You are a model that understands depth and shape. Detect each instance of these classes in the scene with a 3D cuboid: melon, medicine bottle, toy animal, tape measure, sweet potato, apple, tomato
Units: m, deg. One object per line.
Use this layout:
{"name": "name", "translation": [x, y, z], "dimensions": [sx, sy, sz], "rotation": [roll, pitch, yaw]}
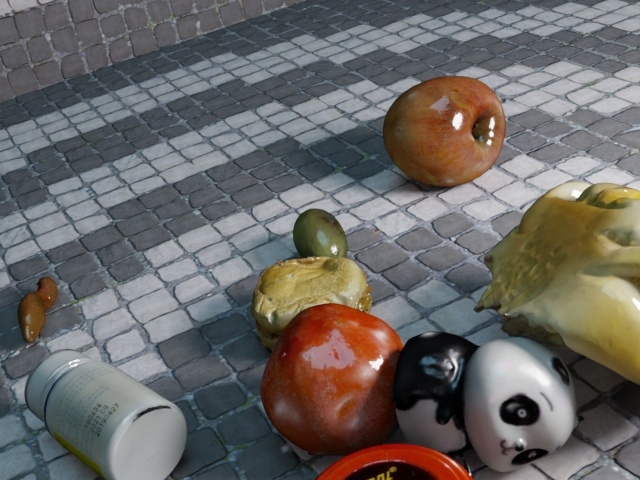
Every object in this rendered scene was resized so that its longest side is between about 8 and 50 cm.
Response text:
{"name": "melon", "translation": [0.000, 0.000, 1.685], "dimensions": [0.099, 0.099, 0.162], "rotation": [-16, 35, -7]}
{"name": "medicine bottle", "translation": [-0.329, 0.262, 1.325], "dimensions": [0.258, 0.143, 0.143], "rotation": [22, 44, 41]}
{"name": "toy animal", "translation": [0.225, 0.212, 1.183], "dimensions": [0.235, 0.187, 0.165], "rotation": [6, 44, 29]}
{"name": "tape measure", "translation": [0.098, 0.361, 1.062], "dimensions": [0.253, 0.114, 0.260], "rotation": [-18, 29, -11]}
{"name": "sweet potato", "translation": [-0.550, 0.129, 1.694], "dimensions": [0.055, 0.058, 0.202], "rotation": [-27, 29, 15]}
{"name": "apple", "translation": [0.257, -0.234, 1.854], "dimensions": [0.253, 0.253, 0.253], "rotation": [-8, 32, 5]}
{"name": "tomato", "translation": [0.026, 0.196, 1.275], "dimensions": [0.232, 0.188, 0.232], "rotation": [-8, 34, 5]}

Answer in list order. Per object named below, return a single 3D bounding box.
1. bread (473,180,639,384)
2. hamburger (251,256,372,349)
{"name": "bread", "translation": [0.398, 0.047, 1.256], "dimensions": [0.329, 0.245, 0.424], "rotation": [7, 15, -7]}
{"name": "hamburger", "translation": [-0.014, 0.106, 1.508], "dimensions": [0.213, 0.108, 0.214], "rotation": [-7, 31, 4]}
